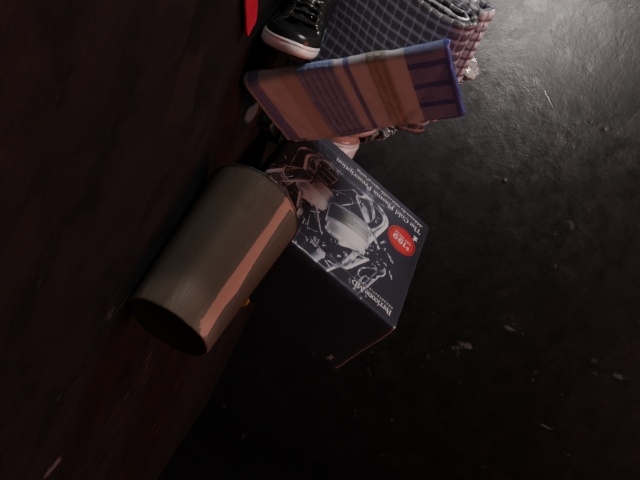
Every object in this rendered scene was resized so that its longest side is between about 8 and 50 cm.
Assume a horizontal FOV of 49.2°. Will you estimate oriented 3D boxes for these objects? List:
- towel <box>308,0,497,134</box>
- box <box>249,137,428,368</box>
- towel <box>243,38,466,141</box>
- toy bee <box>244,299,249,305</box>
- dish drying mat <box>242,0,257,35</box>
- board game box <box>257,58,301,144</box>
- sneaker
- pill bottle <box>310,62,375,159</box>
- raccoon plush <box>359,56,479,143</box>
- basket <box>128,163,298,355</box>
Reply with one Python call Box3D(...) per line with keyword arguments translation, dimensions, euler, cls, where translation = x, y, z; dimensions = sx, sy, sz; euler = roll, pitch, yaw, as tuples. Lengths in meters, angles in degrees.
Box3D(translation=(0.099, -0.330, 1.086), dimensions=(0.121, 0.283, 0.235), euler=(-40, 162, -33), cls="towel")
Box3D(translation=(0.000, 0.000, 1.318), dimensions=(0.179, 0.343, 0.313), euler=(-42, -167, 40), cls="box")
Box3D(translation=(0.053, -0.208, 0.992), dimensions=(0.209, 0.284, 0.034), euler=(41, 45, -67), cls="towel")
Box3D(translation=(-0.145, 0.061, 1.509), dimensions=(0.298, 0.162, 0.195), euler=(-63, 177, -20), cls="toy bee")
Box3D(translation=(-0.080, -0.268, 0.802), dimensions=(0.083, 0.008, 0.032), euler=(108, 8, -76), cls="dish drying mat")
Box3D(translation=(-0.068, -0.249, 1.284), dimensions=(0.126, 0.026, 0.186), euler=(-64, 179, -1), cls="board game box")
Box3D(translation=(-0.018, -0.321, 0.934), dimensions=(0.217, 0.079, 0.121), euler=(-80, -168, -65), cls="sneaker")
Box3D(translation=(0.070, -0.336, 1.435), dimensions=(0.334, 0.187, 0.188), euler=(-64, 178, 29), cls="pill bottle")
Box3D(translation=(0.193, -0.364, 1.913), dimensions=(0.299, 0.446, 0.216), euler=(-32, 117, -89), cls="raccoon plush")
Box3D(translation=(-0.153, 0.034, 0.989), dimensions=(0.227, 0.154, 0.204), euler=(-58, 180, -31), cls="basket")
